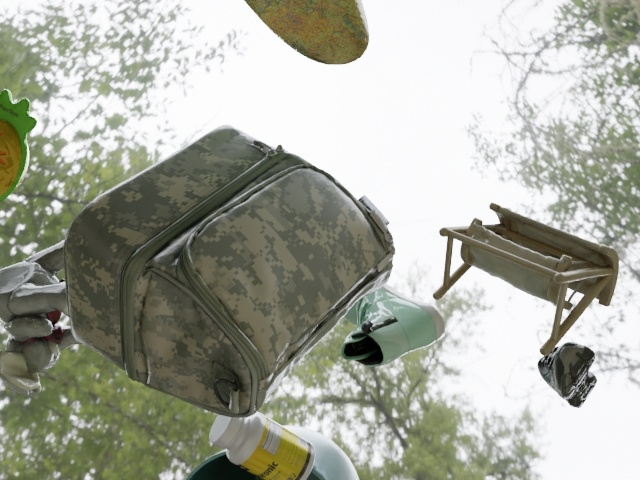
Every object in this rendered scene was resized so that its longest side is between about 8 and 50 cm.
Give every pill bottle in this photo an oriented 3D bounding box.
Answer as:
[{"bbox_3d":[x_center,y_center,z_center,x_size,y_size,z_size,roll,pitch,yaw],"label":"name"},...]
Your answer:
[{"bbox_3d":[-0.069,0.240,0.864,0.116,0.065,0.065,35,-66,-19],"label":"pill bottle"}]

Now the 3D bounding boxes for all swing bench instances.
[{"bbox_3d":[0.390,0.048,1.390,0.253,0.255,0.165,26,-54,37],"label":"swing bench"}]

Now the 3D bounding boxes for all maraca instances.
[{"bbox_3d":[-0.516,-0.147,1.179,0.127,0.099,0.185,25,-84,14],"label":"maraca"}]

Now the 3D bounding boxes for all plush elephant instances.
[{"bbox_3d":[-0.618,0.186,1.636,0.330,0.272,0.255,-19,-57,-5],"label":"plush elephant"}]

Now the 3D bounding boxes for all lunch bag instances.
[{"bbox_3d":[-0.087,0.034,0.826,0.256,0.305,0.212,30,-49,19],"label":"lunch bag"}]

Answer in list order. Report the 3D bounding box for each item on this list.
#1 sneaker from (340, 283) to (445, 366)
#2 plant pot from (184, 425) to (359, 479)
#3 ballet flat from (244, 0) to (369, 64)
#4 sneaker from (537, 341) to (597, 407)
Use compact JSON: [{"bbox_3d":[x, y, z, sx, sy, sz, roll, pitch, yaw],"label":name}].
[{"bbox_3d":[0.071,0.139,1.261,0.151,0.256,0.094,-21,-73,-30],"label":"sneaker"},{"bbox_3d":[-0.062,0.438,1.211,0.293,0.235,0.292,1,-84,14],"label":"plant pot"},{"bbox_3d":[-0.061,-0.329,0.726,0.123,0.123,0.348,-38,-101,20],"label":"ballet flat"},{"bbox_3d":[0.468,0.254,1.444,0.101,0.106,0.267,-50,-33,-10],"label":"sneaker"}]
